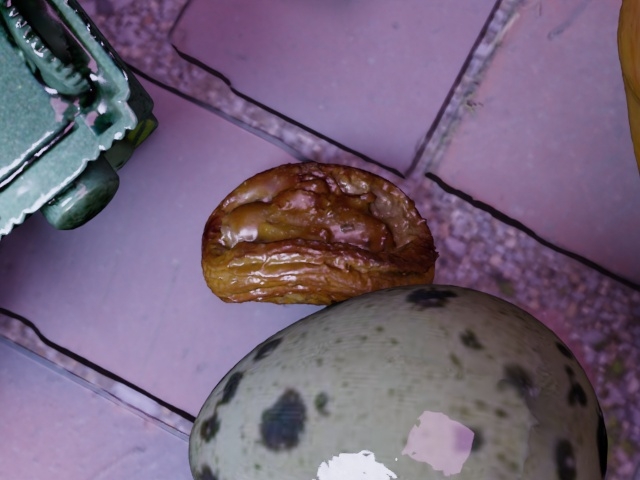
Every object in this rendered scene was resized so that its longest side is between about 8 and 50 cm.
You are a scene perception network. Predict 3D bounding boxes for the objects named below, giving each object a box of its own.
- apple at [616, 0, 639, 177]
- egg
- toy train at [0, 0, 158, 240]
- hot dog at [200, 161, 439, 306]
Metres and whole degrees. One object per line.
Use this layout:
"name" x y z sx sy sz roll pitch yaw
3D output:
"apple" 0.335 -0.048 0.569 0.346 0.391 0.392 -14 78 16
"egg" 0.040 0.113 0.622 0.228 0.177 0.177 -5 78 10
"toy train" -0.214 -0.147 0.666 0.138 0.178 0.330 -38 86 9
"hot dog" 0.000 0.003 0.695 0.147 0.065 0.099 3 45 1
